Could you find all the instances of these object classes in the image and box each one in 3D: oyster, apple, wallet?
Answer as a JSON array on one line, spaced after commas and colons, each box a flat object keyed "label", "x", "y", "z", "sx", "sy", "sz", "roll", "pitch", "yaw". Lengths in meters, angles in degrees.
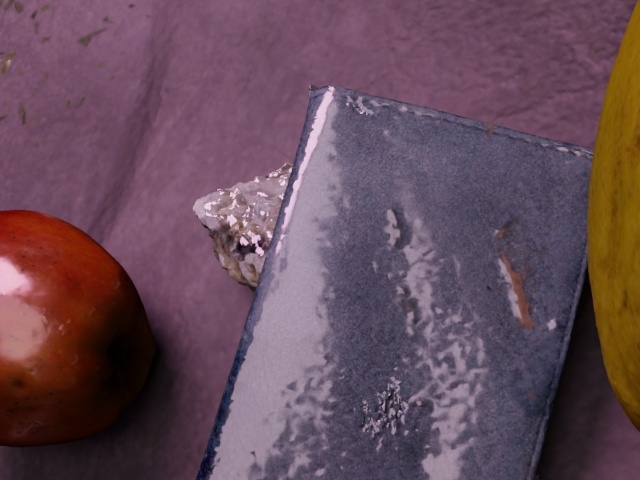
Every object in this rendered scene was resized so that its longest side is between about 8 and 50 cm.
[{"label": "oyster", "x": 0.000, "y": 0.000, "z": 0.597, "sx": 0.177, "sy": 0.064, "sz": 0.124, "roll": -16, "pitch": 60, "yaw": 18}, {"label": "apple", "x": -0.200, "y": 0.060, "z": 0.626, "sx": 0.158, "sy": 0.147, "sz": 0.156, "roll": 3, "pitch": 51, "yaw": 26}, {"label": "wallet", "x": 0.032, "y": 0.105, "z": 0.505, "sx": 0.191, "sy": 0.046, "sz": 0.378, "roll": 15, "pitch": 78, "yaw": 7}]

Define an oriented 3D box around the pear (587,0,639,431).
[{"label": "pear", "x": 0.240, "y": -0.033, "z": 0.386, "sx": 0.253, "sy": 0.253, "sz": 0.307, "roll": 21, "pitch": 88, "yaw": 31}]
